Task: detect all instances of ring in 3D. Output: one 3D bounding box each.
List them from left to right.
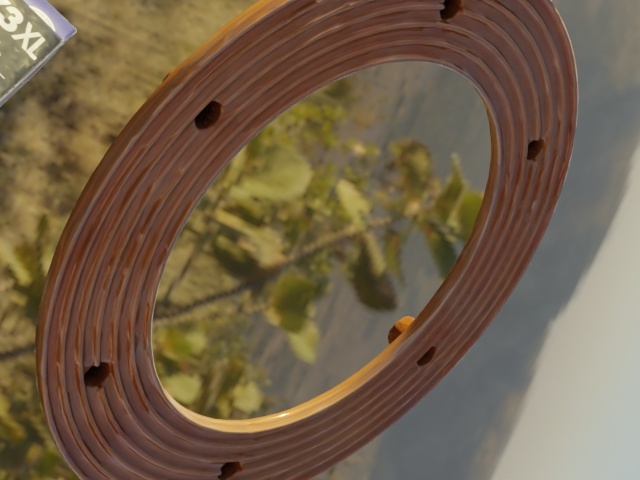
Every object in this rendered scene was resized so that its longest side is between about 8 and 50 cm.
[{"bbox_3d":[0.000,0.000,0.787,0.336,0.032,0.336,-27,140,-26],"label":"ring"}]

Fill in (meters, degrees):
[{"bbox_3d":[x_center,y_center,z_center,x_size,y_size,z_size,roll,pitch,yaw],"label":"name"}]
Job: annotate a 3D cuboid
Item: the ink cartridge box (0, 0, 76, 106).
[{"bbox_3d":[-0.291,-0.134,1.018,0.069,0.176,0.371,-37,-167,35],"label":"ink cartridge box"}]
